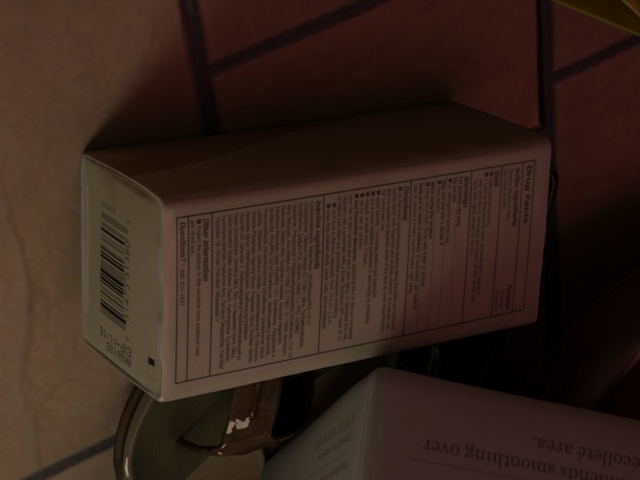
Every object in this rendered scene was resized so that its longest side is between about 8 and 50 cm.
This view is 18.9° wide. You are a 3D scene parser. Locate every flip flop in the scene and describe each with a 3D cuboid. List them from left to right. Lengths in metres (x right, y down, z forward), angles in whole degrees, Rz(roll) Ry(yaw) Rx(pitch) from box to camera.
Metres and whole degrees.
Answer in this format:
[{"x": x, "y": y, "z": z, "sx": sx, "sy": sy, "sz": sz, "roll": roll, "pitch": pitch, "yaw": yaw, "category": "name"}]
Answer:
[{"x": -0.034, "y": 0.106, "z": 1.444, "sx": 0.277, "sy": 0.080, "sz": 0.112, "roll": -32, "pitch": 137, "yaw": -11, "category": "flip flop"}]

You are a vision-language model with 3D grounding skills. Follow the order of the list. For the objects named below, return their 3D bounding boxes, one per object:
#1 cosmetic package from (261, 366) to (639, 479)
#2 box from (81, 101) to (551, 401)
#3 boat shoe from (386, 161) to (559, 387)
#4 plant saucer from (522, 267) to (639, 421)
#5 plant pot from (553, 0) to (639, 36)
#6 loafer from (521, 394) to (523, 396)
[{"x": 0.121, "y": 0.340, "z": 1.384, "sx": 0.329, "sy": 0.393, "sz": 0.327, "roll": 13, "pitch": 159, "yaw": -12, "category": "cosmetic package"}, {"x": 0.000, "y": 0.000, "z": 1.328, "sx": 0.311, "sy": 0.121, "sz": 0.148, "roll": -9, "pitch": 112, "yaw": -31, "category": "box"}, {"x": 0.133, "y": 0.032, "z": 1.517, "sx": 0.081, "sy": 0.068, "sz": 0.227, "roll": 6, "pitch": 120, "yaw": -40, "category": "boat shoe"}, {"x": 0.299, "y": 0.134, "z": 1.619, "sx": 0.310, "sy": 0.050, "sz": 0.310, "roll": -18, "pitch": 133, "yaw": -21, "category": "plant saucer"}, {"x": 0.141, "y": -0.272, "z": 1.183, "sx": 0.212, "sy": 0.212, "sz": 0.187, "roll": 31, "pitch": 90, "yaw": -47, "category": "plant pot"}, {"x": 0.150, "y": 0.186, "z": 1.658, "sx": 0.267, "sy": 0.084, "sz": 0.096, "roll": -39, "pitch": 135, "yaw": -9, "category": "loafer"}]
